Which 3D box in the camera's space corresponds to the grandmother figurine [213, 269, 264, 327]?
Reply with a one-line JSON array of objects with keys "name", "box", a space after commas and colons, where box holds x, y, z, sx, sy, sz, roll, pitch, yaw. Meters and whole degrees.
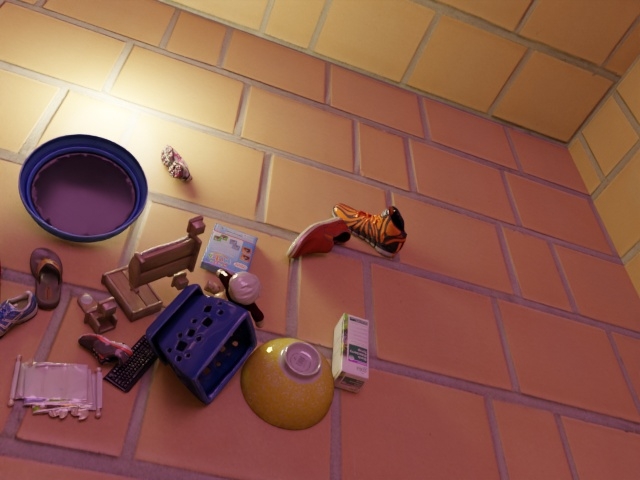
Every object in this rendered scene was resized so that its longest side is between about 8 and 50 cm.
[{"name": "grandmother figurine", "box": [-0.234, 0.169, 1.778, 0.208, 0.342, 0.104, 40, 68, 2]}]

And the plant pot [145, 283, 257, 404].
[{"name": "plant pot", "box": [-0.333, 0.275, 1.708, 0.212, 0.236, 0.236, 31, 65, 17]}]

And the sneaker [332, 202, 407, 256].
[{"name": "sneaker", "box": [0.209, -0.089, 2.465, 0.321, 0.180, 0.124, 33, 40, 6]}]

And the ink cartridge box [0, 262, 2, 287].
[{"name": "ink cartridge box", "box": [-0.909, 0.052, 1.700, 0.056, 0.181, 0.224, -1, 49, -29]}]

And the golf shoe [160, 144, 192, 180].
[{"name": "golf shoe", "box": [-0.550, -0.290, 2.362, 0.086, 0.067, 0.186, 24, 27, -52]}]

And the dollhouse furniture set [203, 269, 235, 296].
[{"name": "dollhouse furniture set", "box": [-0.308, 0.185, 2.010, 0.144, 0.123, 0.151, 27, 75, 0]}]

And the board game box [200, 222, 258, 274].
[{"name": "board game box", "box": [-0.313, 0.040, 2.146, 0.160, 0.039, 0.211, 20, 37, -9]}]

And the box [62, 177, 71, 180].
[{"name": "box", "box": [-0.826, -0.260, 2.169, 0.101, 0.060, 0.244, 13, 42, -17]}]

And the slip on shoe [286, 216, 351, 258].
[{"name": "slip on shoe", "box": [0.000, 0.000, 2.312, 0.101, 0.123, 0.331, 47, 39, 16]}]

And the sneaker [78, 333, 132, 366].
[{"name": "sneaker", "box": [-0.597, 0.302, 1.691, 0.158, 0.061, 0.065, 13, 53, 10]}]

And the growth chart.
[{"name": "growth chart", "box": [-0.679, 0.382, 1.602, 0.237, 0.021, 0.172, 12, 43, -18]}]

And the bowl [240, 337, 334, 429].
[{"name": "bowl", "box": [-0.075, 0.389, 1.824, 0.289, 0.156, 0.289, 16, 41, -14]}]

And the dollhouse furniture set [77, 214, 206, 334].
[{"name": "dollhouse furniture set", "box": [-0.529, 0.056, 1.771, 0.303, 0.355, 0.174, -22, 59, -41]}]

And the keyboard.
[{"name": "keyboard", "box": [-0.530, 0.333, 1.735, 0.108, 0.023, 0.180, 31, 39, 4]}]

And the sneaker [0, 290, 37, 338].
[{"name": "sneaker", "box": [-0.851, 0.203, 1.650, 0.080, 0.081, 0.211, 36, 42, 8]}]

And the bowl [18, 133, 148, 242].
[{"name": "bowl", "box": [-0.766, -0.168, 2.022, 0.391, 0.077, 0.391, 10, 60, -18]}]

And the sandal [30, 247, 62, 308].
[{"name": "sandal", "box": [-0.797, 0.100, 1.804, 0.090, 0.060, 0.219, 4, 46, -26]}]

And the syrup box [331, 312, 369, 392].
[{"name": "syrup box", "box": [0.097, 0.360, 1.994, 0.093, 0.096, 0.237, 18, 40, -11]}]
